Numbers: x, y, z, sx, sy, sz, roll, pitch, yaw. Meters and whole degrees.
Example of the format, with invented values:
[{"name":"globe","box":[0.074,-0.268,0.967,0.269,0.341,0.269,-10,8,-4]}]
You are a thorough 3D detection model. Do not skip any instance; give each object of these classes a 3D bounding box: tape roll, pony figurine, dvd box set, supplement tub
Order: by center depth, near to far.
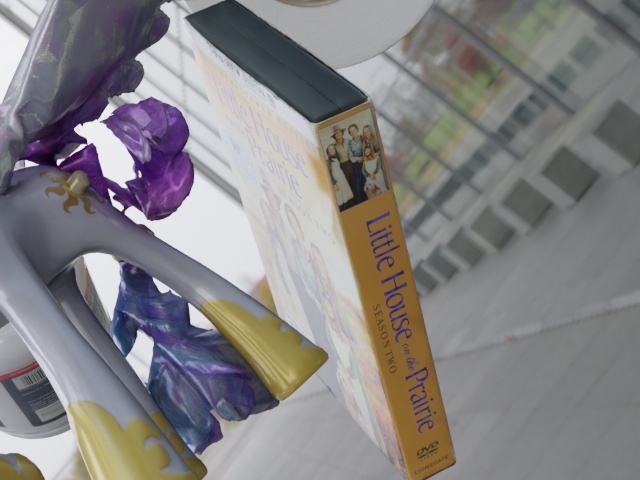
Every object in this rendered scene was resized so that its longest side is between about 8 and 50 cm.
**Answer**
[{"name":"pony figurine","box":[-0.171,-0.013,0.675,0.303,0.363,0.351,-46,-5,25]},{"name":"dvd box set","box":[0.000,0.000,1.130,0.062,0.420,0.307,-26,36,-15]},{"name":"supplement tub","box":[-0.322,0.090,1.211,0.191,0.191,0.272,-51,-16,-21]},{"name":"tape roll","box":[-0.016,-0.417,1.513,0.392,0.392,0.072,-52,11,21]}]
